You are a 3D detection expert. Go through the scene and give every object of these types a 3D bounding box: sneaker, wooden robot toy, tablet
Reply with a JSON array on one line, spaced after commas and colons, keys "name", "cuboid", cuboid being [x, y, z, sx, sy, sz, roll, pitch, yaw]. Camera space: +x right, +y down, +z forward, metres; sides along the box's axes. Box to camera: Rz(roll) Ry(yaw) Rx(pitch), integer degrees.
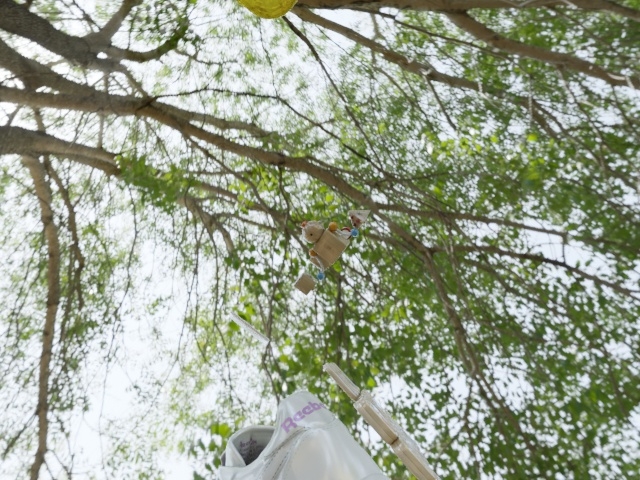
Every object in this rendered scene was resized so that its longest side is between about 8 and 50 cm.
[{"name": "sneaker", "cuboid": [-0.040, 0.258, 0.411, 0.114, 0.152, 0.305, 0, -51, -45]}, {"name": "wooden robot toy", "cuboid": [0.000, 0.000, 0.738, 0.079, 0.076, 0.173, 36, -67, -2]}, {"name": "tablet", "cuboid": [-0.125, 0.155, 0.816, 0.083, 0.054, 0.006, 36, -113, 4]}]

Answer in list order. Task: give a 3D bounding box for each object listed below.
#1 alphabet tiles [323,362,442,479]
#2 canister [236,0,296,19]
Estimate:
[{"name": "alphabet tiles", "cuboid": [0.111, 0.297, 0.736, 0.021, 0.284, 0.278, -43, -105, -6]}, {"name": "canister", "cuboid": [-0.052, -0.320, 0.482, 0.073, 0.170, 0.126, 23, -58, -33]}]
